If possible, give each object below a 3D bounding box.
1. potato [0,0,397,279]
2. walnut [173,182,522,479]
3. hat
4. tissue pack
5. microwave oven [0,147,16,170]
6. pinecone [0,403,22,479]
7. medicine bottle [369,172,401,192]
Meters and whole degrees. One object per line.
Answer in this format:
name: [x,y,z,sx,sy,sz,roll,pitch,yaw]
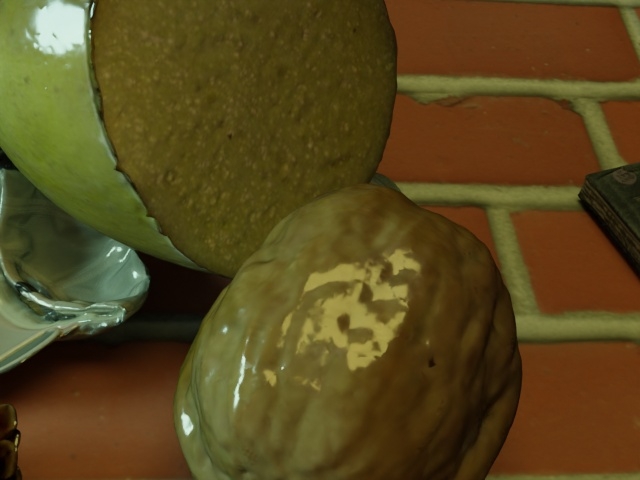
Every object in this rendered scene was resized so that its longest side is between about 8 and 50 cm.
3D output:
potato: [-0.167,-0.186,1.352,0.319,0.442,0.385,12,65,36]
walnut: [0.021,0.129,1.208,0.306,0.306,0.344,20,52,9]
hat: [-0.307,0.062,1.377,0.226,0.164,0.219,-42,67,5]
tissue pack: [0.398,-0.027,1.605,0.112,0.051,0.156,-12,49,-23]
microwave oven: [-0.406,-0.203,1.497,0.194,0.240,0.145,10,44,-1]
pinecone: [-0.364,0.212,1.151,0.212,0.168,0.185,-9,33,-35]
medicine bottle: [0.000,0.000,1.483,0.203,0.083,0.083,-28,56,-25]
